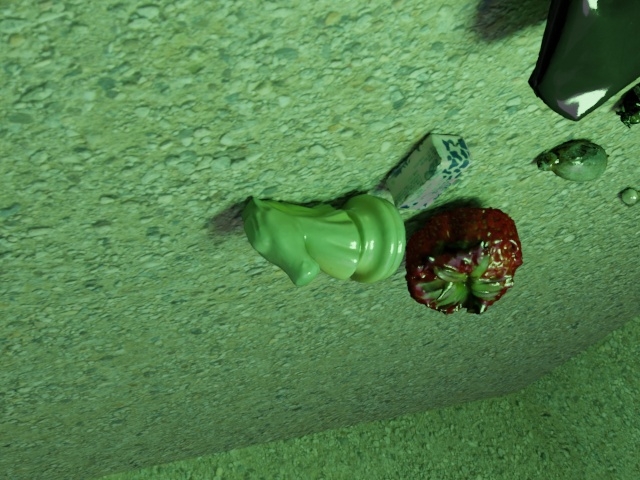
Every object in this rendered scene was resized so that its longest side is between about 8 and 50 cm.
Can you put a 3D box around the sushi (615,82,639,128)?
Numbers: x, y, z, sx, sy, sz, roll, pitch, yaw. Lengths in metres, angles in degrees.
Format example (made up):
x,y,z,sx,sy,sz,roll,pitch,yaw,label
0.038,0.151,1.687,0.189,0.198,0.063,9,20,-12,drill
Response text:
x,y,z,sx,sy,sz,roll,pitch,yaw,label
0.644,-0.270,1.693,0.084,0.056,0.083,-38,159,26,sushi

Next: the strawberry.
x,y,z,sx,sy,sz,roll,pitch,yaw,label
0.307,0.025,1.837,0.261,0.258,0.261,-4,137,-3,strawberry

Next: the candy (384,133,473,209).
x,y,z,sx,sy,sz,roll,pitch,yaw,label
0.202,-0.127,1.575,0.092,0.073,0.160,0,147,-38,candy

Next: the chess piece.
x,y,z,sx,sy,sz,roll,pitch,yaw,label
0.000,0.000,1.535,0.298,0.176,0.176,-1,147,-38,chess piece

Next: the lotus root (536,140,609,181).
x,y,z,sx,sy,sz,roll,pitch,yaw,label
0.542,-0.168,1.781,0.165,0.088,0.088,-2,149,-19,lotus root

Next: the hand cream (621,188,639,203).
x,y,z,sx,sy,sz,roll,pitch,yaw,label
0.816,-0.111,2.183,0.061,0.039,0.143,-41,160,20,hand cream

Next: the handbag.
x,y,z,sx,sy,sz,roll,pitch,yaw,label
0.434,-0.361,1.196,0.342,0.152,0.288,-38,151,-13,handbag
